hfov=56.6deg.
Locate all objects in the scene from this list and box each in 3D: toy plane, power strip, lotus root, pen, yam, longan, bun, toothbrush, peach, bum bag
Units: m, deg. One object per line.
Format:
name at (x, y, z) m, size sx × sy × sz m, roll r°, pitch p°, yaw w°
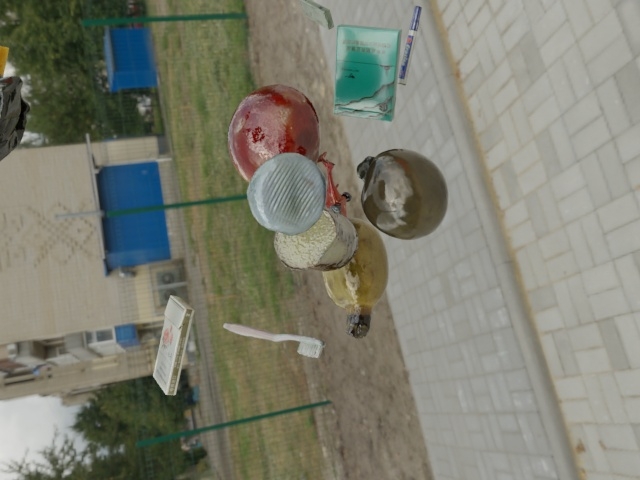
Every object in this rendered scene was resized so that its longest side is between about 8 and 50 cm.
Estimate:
toy plane at (0.033, -0.117, 1.407) m, size 0.077 × 0.126 × 0.194 m, roll 17°, pitch 117°, yaw 26°
power strip at (-0.012, -0.566, 1.471) m, size 0.136 × 0.019 × 0.051 m, roll 45°, pitch 167°, yaw 41°
lotus root at (0.091, 0.095, 1.530) m, size 0.183 × 0.182 × 0.310 m, roll 115°, pitch 152°, yaw -63°
pen at (0.239, -0.521, 1.594) m, size 0.025 × 0.025 × 0.204 m, roll -131°, pitch 48°, yaw -63°
yam at (-0.001, -0.001, 1.214) m, size 0.128 × 0.129 × 0.238 m, roll 68°, pitch -168°, yaw 11°
longan at (0.149, -0.095, 1.135) m, size 0.204 × 0.159 × 0.185 m, roll 39°, pitch 157°, yaw 32°
bun at (-0.058, -0.079, 1.008) m, size 0.083 × 0.140 × 0.141 m, roll -167°, pitch 70°, yaw -67°
toothbrush at (-0.093, 0.170, 1.039) m, size 0.307 × 0.025 × 0.030 m, roll 0°, pitch 62°, yaw 52°
peach at (-0.097, -0.221, 1.303) m, size 0.243 × 0.199 × 0.243 m, roll 22°, pitch 114°, yaw 62°
bum bag at (-0.519, -0.107, 0.883) m, size 0.326 × 0.079 × 0.142 m, roll -50°, pitch 22°, yaw 11°

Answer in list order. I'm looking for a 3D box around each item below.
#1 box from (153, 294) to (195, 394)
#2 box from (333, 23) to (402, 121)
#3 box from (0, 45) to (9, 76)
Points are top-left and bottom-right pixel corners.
box at (-0.332, 0.232, 1.333) m, size 0.109 × 0.029 × 0.198 m, roll 20°, pitch 99°, yaw 57°
box at (0.117, -0.425, 1.515) m, size 0.042 × 0.161 × 0.226 m, roll -51°, pitch -32°, yaw -56°
box at (-0.763, -0.379, 1.178) m, size 0.033 × 0.247 × 0.129 m, roll 122°, pitch 145°, yaw -49°
